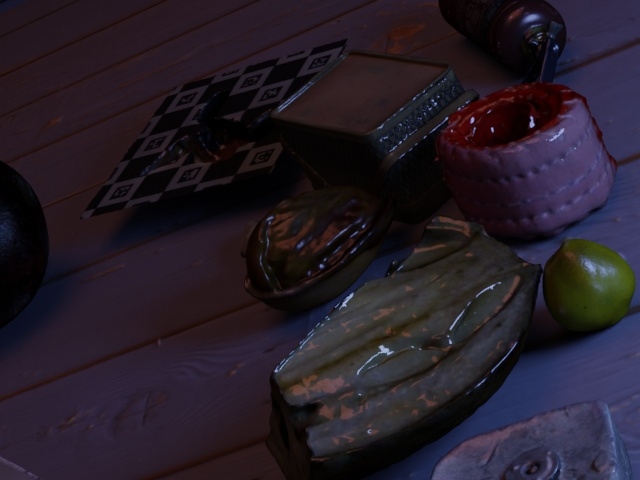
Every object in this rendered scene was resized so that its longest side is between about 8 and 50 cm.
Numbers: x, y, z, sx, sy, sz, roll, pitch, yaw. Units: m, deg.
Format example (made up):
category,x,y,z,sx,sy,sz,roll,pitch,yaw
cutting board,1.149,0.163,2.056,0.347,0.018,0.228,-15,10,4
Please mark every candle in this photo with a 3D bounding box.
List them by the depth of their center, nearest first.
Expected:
category,x,y,z,sx,sy,sz,roll,pitch,yaw
candle,0.194,0.210,1.241,0.168,0.068,0.192,-41,32,-22

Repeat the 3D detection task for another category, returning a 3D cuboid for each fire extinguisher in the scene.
category,x,y,z,sx,sy,sz,roll,pitch,yaw
fire extinguisher,0.251,-0.274,1.993,0.138,0.102,0.344,-60,24,14

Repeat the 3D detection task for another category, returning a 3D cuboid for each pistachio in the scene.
category,x,y,z,sx,sy,sz,roll,pitch,yaw
pistachio,0.000,0.000,1.732,0.210,0.130,0.165,-30,22,-18

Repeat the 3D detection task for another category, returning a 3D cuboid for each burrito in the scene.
category,x,y,z,sx,sy,sz,roll,pitch,yaw
burrito,-0.068,0.006,1.885,0.055,0.041,0.149,-25,20,-19

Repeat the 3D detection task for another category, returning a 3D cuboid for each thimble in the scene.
category,x,y,z,sx,sy,sz,roll,pitch,yaw
thimble,0.232,-0.090,1.652,0.163,0.125,0.190,-41,28,-25

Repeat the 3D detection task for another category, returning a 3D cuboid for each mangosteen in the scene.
category,x,y,z,sx,sy,sz,roll,pitch,yaw
mangosteen,-0.517,0.010,2.103,0.288,0.288,0.288,-24,27,13

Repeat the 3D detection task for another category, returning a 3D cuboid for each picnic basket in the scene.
category,x,y,z,sx,sy,sz,roll,pitch,yaw
picnic basket,0.079,-0.137,1.869,0.165,0.139,0.267,-41,29,-20

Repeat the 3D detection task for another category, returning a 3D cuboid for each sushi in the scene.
category,x,y,z,sx,sy,sz,roll,pitch,yaw
sushi,-0.139,-0.146,2.192,0.343,0.064,0.359,-12,33,31

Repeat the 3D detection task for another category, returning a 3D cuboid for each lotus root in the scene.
category,x,y,z,sx,sy,sz,roll,pitch,yaw
lotus root,0.080,0.129,1.435,0.314,0.142,0.210,-33,48,-19

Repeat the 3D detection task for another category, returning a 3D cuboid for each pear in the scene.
category,x,y,z,sx,sy,sz,roll,pitch,yaw
pear,0.257,0.039,1.434,0.092,0.097,0.092,-19,29,11

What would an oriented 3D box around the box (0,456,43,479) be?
category,x,y,z,sx,sy,sz,roll,pitch,yaw
box,-0.402,0.398,1.459,0.385,0.122,0.345,-44,29,-24
